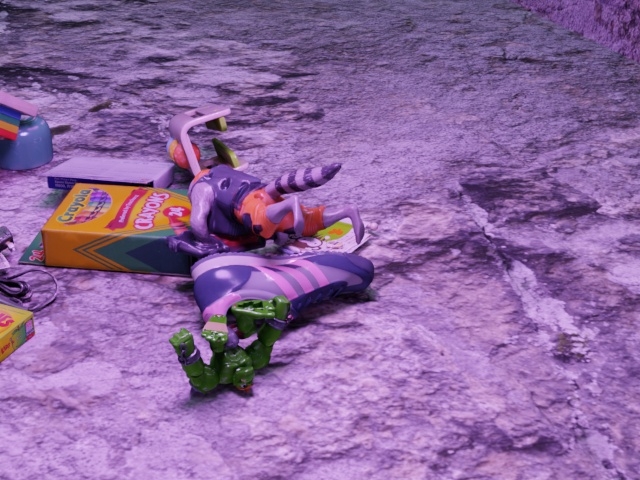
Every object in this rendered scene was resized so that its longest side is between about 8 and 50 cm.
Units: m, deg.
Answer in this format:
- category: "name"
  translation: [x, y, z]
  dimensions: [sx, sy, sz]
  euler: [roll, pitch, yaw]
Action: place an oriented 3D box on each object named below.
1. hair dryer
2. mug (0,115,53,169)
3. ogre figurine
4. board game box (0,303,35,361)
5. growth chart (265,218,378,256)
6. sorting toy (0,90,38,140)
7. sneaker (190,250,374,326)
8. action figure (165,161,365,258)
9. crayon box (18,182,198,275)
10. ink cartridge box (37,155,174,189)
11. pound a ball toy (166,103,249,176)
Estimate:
- category: "hair dryer"
  translation: [-0.607, 0.064, 1.601]
  dimensions: [0.293, 0.080, 0.223]
  euler: [-23, 42, -30]
- category: "mug"
  translation: [-0.665, -0.220, 2.111]
  dimensions: [0.157, 0.097, 0.129]
  euler: [-18, 34, -33]
- category: "ogre figurine"
  translation: [-0.128, 0.156, 1.424]
  dimensions: [0.097, 0.118, 0.197]
  euler: [21, 35, 24]
- category: "board game box"
  translation: [-0.527, 0.160, 1.470]
  dimensions: [0.092, 0.043, 0.181]
  euler: [12, 30, 18]
- category: "growth chart"
  translation: [0.000, 0.000, 1.812]
  dimensions: [0.172, 0.021, 0.237]
  euler: [10, 27, 24]
- category: "sorting toy"
  translation: [-0.762, -0.281, 1.973]
  dimensions: [0.255, 0.089, 0.257]
  euler: [13, -3, 22]
- category: "sneaker"
  translation: [-0.051, 0.094, 1.593]
  dimensions: [0.319, 0.112, 0.131]
  euler: [-2, 59, -20]
- category: "action figure"
  translation: [-0.085, -0.067, 1.677]
  dimensions: [0.330, 0.179, 0.341]
  euler: [10, 16, 34]
- category: "crayon box"
  translation: [-0.374, -0.025, 1.785]
  dimensions: [0.318, 0.081, 0.202]
  euler: [3, 29, 3]
- category: "ink cartridge box"
  translation: [-0.426, -0.125, 1.958]
  dimensions: [0.223, 0.045, 0.224]
  euler: [5, 14, 5]
- category: "pound a ball toy"
  translation: [-0.227, -0.155, 1.965]
  dimensions: [0.135, 0.208, 0.319]
  euler: [-20, 15, -9]
